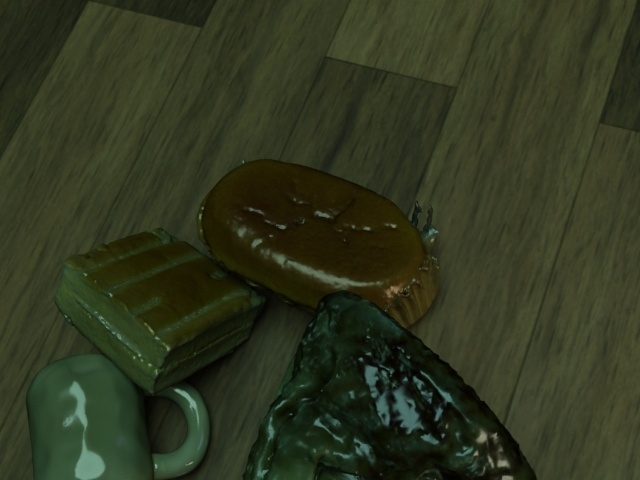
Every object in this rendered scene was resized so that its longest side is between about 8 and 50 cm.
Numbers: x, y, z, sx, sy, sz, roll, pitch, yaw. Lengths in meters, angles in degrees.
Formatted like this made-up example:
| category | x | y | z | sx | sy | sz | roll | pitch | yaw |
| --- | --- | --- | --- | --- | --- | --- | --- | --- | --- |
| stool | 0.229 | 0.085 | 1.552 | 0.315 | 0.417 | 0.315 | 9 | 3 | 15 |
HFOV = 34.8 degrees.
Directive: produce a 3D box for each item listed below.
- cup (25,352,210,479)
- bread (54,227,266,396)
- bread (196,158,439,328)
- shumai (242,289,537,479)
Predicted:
| category | x | y | z | sx | sy | sz | roll | pitch | yaw |
| --- | --- | --- | --- | --- | --- | --- | --- | --- | --- |
| cup | -0.305 | 0.275 | 1.519 | 0.255 | 0.173 | 0.202 | -14 | 65 | 3 |
| bread | -0.247 | 0.093 | 1.577 | 0.239 | 0.111 | 0.246 | 37 | 33 | 21 |
| bread | -0.004 | 0.011 | 1.592 | 0.388 | 0.183 | 0.236 | 16 | 66 | 16 |
| shumai | 0.049 | 0.293 | 1.353 | 0.348 | 0.395 | 0.395 | -40 | 65 | -10 |
